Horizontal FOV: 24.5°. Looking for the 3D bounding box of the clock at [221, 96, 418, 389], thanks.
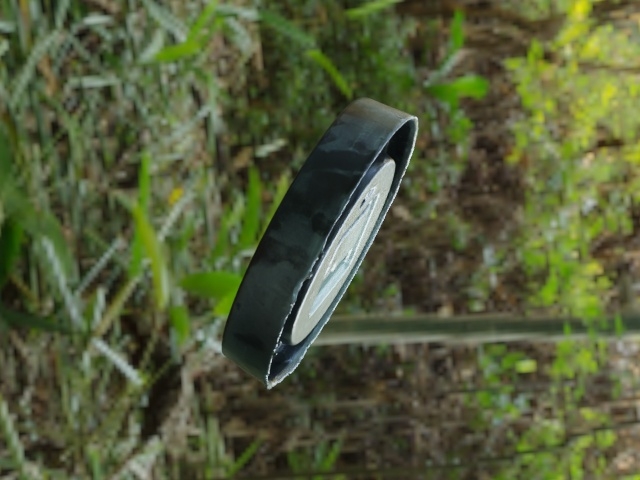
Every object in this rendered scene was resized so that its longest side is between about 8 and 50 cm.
[{"bbox_3d":[0.000,0.000,1.840,0.386,0.076,0.386,-60,171,-15],"label":"clock"}]
